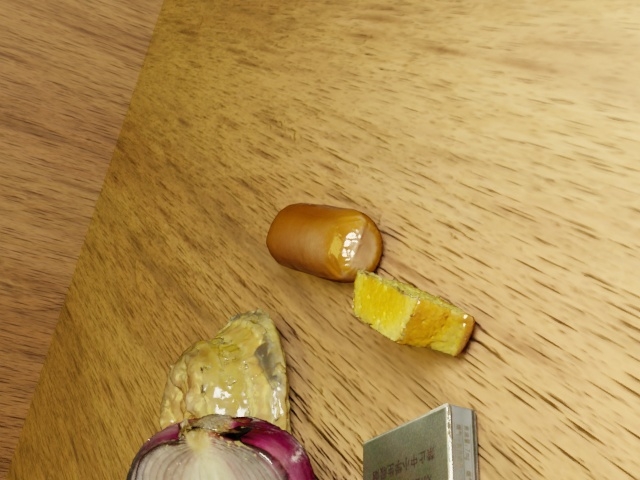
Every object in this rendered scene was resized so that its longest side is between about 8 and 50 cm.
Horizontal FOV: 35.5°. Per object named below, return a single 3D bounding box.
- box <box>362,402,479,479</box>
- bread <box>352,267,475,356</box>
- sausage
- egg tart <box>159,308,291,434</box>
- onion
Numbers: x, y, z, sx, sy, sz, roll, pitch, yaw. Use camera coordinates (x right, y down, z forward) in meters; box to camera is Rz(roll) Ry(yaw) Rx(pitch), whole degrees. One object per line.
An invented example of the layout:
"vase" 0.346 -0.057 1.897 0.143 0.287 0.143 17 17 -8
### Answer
"box" 0.105 0.357 1.077 0.180 0.047 0.325 -38 43 51
"bread" 0.103 0.083 1.186 0.187 0.103 0.065 30 105 59
"sausage" 0.000 0.001 1.446 0.274 0.105 0.105 11 85 65
"egg tart" -0.158 0.270 1.556 0.352 0.150 0.352 -41 43 53
"onion" -0.105 0.392 1.351 0.267 0.159 0.349 -3 98 30
